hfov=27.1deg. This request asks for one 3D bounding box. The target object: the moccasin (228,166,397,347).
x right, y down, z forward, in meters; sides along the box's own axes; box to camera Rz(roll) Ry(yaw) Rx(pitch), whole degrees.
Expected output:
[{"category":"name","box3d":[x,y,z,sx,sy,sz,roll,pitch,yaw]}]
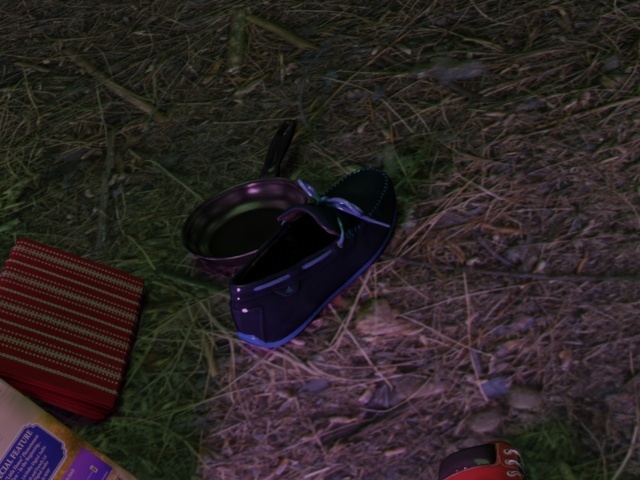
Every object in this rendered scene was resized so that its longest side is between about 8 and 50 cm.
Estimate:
[{"category":"moccasin","box3d":[0.000,0.000,1.787,0.138,0.116,0.342,6,42,32]}]

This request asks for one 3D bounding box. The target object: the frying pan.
[{"category":"frying pan","box3d":[-0.113,-0.061,1.987,0.197,0.053,0.326,-17,33,5]}]

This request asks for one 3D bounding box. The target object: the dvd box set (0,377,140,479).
[{"category":"dvd box set","box3d":[-0.406,0.276,1.398,0.062,0.420,0.307,-42,14,45]}]

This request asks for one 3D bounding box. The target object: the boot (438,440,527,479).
[{"category":"boot","box3d":[0.222,0.267,1.342,0.244,0.088,0.176,-5,35,26]}]

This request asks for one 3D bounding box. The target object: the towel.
[{"category":"towel","box3d":[-0.351,0.115,1.792,0.199,0.031,0.275,20,36,-11]}]
